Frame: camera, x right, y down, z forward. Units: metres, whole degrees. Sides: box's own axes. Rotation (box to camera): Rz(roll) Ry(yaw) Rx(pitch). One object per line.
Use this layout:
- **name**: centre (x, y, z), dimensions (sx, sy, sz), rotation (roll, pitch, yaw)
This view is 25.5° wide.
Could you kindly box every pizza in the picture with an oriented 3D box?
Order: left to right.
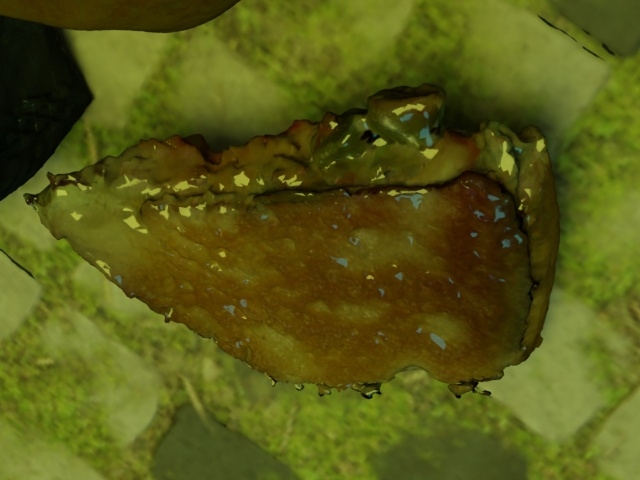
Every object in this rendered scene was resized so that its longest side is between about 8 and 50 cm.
- **pizza**: centre (0.000, 0.000, 0.612), dimensions (0.226, 0.069, 0.147), rotation (-6, 132, 26)

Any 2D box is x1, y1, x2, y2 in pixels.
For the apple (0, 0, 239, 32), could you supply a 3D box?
- **apple**: centre (-0.092, -0.154, 0.513), dimensions (0.182, 0.182, 0.155), rotation (13, 121, 15)

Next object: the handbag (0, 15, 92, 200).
- **handbag**: centre (-0.219, -0.112, 0.638), dimensions (0.175, 0.089, 0.270), rotation (-11, 108, 32)
